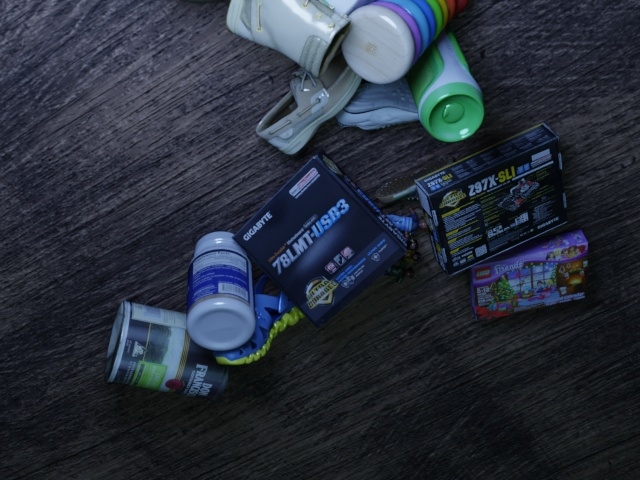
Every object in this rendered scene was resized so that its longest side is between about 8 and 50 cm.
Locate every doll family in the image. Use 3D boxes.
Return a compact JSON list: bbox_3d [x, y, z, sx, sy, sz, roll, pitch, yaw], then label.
[{"bbox_3d":[0.197,0.012,2.106,0.111,0.076,0.193,7,131,2],"label":"doll family"}]

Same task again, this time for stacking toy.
[{"bbox_3d":[0.172,-0.411,1.611,0.141,0.330,0.141,20,132,24],"label":"stacking toy"}]

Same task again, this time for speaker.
[{"bbox_3d":[0.224,-0.314,1.686,0.131,0.297,0.131,-4,131,-5],"label":"speaker"}]

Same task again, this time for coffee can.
[{"bbox_3d":[-0.369,0.271,2.165,0.275,0.202,0.202,14,127,-18],"label":"coffee can"}]

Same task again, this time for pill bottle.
[{"bbox_3d":[-0.225,0.108,2.004,0.153,0.265,0.153,-3,129,-4],"label":"pill bottle"}]

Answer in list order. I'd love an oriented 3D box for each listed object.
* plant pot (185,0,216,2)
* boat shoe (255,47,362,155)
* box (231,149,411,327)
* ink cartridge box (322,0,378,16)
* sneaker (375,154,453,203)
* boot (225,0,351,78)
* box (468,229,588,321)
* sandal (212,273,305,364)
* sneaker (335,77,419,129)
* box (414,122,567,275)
[{"bbox_3d":[-0.207,-0.523,1.519,0.284,0.191,0.284,-4,131,-5],"label":"plant pot"},{"bbox_3d":[-0.017,-0.298,1.795,0.098,0.109,0.302,26,128,-28],"label":"boat shoe"},{"bbox_3d":[0.000,0.000,1.987,0.293,0.073,0.295,46,114,-4],"label":"box"},{"bbox_3d":[0.108,-0.511,1.550,0.119,0.207,0.353,49,116,4],"label":"ink cartridge box"},{"bbox_3d":[0.229,-0.114,2.009,0.192,0.064,0.086,-26,124,10],"label":"sneaker"},{"bbox_3d":[-0.033,-0.418,1.457,0.203,0.095,0.262,32,123,12],"label":"boot"},{"bbox_3d":[0.522,0.092,2.230,0.293,0.057,0.201,-12,130,3],"label":"box"},{"bbox_3d":[-0.155,0.182,2.100,0.126,0.317,0.138,-3,115,33],"label":"sandal"},{"bbox_3d":[0.147,-0.279,1.859,0.235,0.090,0.095,0,147,-7],"label":"sneaker"},{"bbox_3d":[0.394,-0.089,2.004,0.322,0.079,0.257,-25,129,-4],"label":"box"}]
